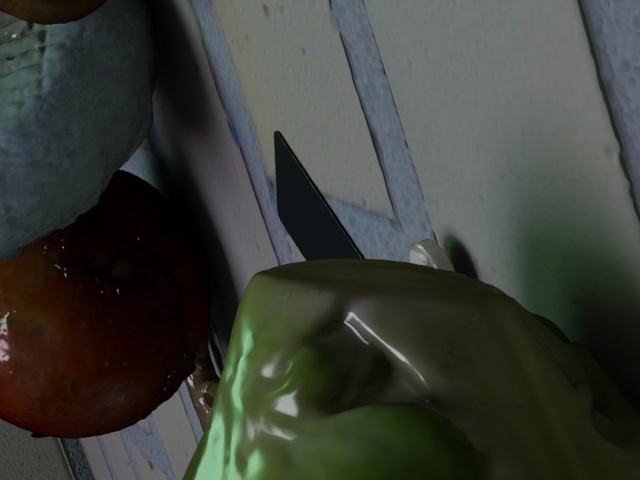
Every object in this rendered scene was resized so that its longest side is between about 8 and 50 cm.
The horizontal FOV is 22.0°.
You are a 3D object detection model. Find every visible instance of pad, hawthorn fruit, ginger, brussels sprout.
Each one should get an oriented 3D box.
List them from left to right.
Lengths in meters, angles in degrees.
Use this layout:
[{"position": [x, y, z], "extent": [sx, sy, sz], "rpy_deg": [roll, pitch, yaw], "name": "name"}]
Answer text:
[{"position": [-0.261, 0.066, 1.672], "extent": [0.316, 0.316, 0.316], "rpy_deg": [57, 161, 33], "name": "hawthorn fruit"}, {"position": [-0.123, 0.160, 1.797], "extent": [0.173, 0.051, 0.069], "rpy_deg": [67, 161, -4], "name": "ginger"}, {"position": [0.000, 0.000, 1.277], "extent": [0.157, 0.003, 0.112], "rpy_deg": [57, 161, 33], "name": "pad"}, {"position": [0.057, 0.178, 0.851], "extent": [0.289, 0.281, 0.354], "rpy_deg": [-174, 73, -71], "name": "brussels sprout"}]

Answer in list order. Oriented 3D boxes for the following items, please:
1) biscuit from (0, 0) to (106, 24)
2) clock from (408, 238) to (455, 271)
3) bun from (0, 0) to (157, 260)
[{"position": [-0.269, -0.292, 1.363], "extent": [0.273, 0.257, 0.049], "rpy_deg": [44, 123, 4], "name": "biscuit"}, {"position": [0.076, 0.103, 1.063], "extent": [0.155, 0.063, 0.229], "rpy_deg": [43, 149, 54], "name": "clock"}, {"position": [-0.304, -0.126, 1.498], "extent": [0.362, 0.362, 0.211], "rpy_deg": [55, 176, 38], "name": "bun"}]
